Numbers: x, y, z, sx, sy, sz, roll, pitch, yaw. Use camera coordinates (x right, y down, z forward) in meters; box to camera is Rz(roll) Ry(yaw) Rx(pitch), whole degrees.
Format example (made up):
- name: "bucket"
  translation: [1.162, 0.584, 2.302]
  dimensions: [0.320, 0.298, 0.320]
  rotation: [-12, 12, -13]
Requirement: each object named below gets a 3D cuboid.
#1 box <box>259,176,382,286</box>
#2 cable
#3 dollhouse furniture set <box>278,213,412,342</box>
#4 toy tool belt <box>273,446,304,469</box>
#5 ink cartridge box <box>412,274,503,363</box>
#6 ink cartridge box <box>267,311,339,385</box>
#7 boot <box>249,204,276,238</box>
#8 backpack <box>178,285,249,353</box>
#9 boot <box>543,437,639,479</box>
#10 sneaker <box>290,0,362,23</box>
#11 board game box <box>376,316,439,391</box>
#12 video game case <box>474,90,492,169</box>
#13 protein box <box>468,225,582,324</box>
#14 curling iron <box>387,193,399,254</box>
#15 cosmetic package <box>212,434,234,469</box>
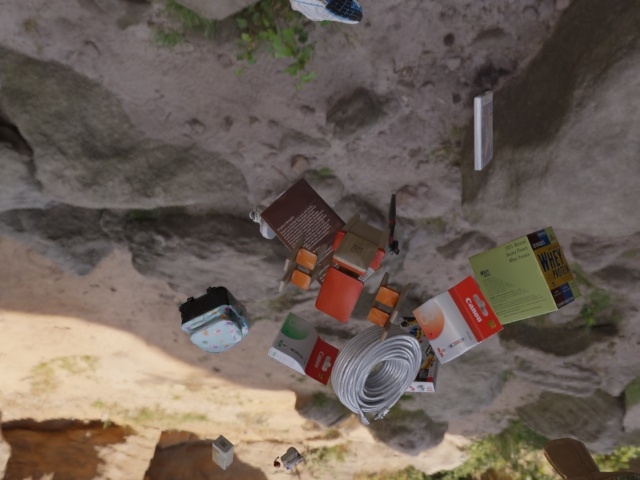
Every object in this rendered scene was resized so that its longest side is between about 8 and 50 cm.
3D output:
- name: "box"
  translation: [0.000, 0.000, 1.842]
  dimensions: [0.191, 0.381, 0.143]
  rotation: [-41, 157, 0]
- name: "cable"
  translation: [0.151, 0.338, 1.512]
  dimensions: [0.257, 0.089, 0.257]
  rotation: [-41, 131, -6]
- name: "dollhouse furniture set"
  translation: [0.050, 0.082, 1.189]
  dimensions: [0.262, 0.135, 0.259]
  rotation: [25, 137, 8]
- name: "toy tool belt"
  translation: [-0.093, 0.657, 1.700]
  dimensions: [0.083, 0.052, 0.051]
  rotation: [-37, 115, -5]
- name: "ink cartridge box"
  translation: [0.315, 0.187, 1.335]
  dimensions: [0.045, 0.145, 0.179]
  rotation: [-10, 155, -41]
- name: "ink cartridge box"
  translation: [-0.046, 0.367, 1.957]
  dimensions: [0.224, 0.181, 0.056]
  rotation: [27, 128, 0]
- name: "boot"
  translation: [-0.218, -0.076, 2.196]
  dimensions: [0.123, 0.095, 0.258]
  rotation: [13, -166, 9]
- name: "backpack"
  translation: [-0.294, 0.239, 1.654]
  dimensions: [0.166, 0.144, 0.188]
  rotation: [-29, 145, 7]
- name: "boot"
  translation: [0.833, 0.688, 1.745]
  dimensions: [0.236, 0.089, 0.269]
  rotation: [-6, -172, 7]
- name: "sneaker"
  translation: [0.011, -0.533, 1.311]
  dimensions: [0.190, 0.071, 0.083]
  rotation: [27, 162, 13]
- name: "board game box"
  translation: [0.307, 0.377, 1.935]
  dimensions: [0.193, 0.305, 0.053]
  rotation: [-4, 124, 22]
- name: "video game case"
  translation: [0.472, -0.320, 1.652]
  dimensions: [0.023, 0.183, 0.201]
  rotation: [4, 110, 26]
- name: "protein box"
  translation: [0.545, 0.097, 1.538]
  dimensions: [0.136, 0.201, 0.200]
  rotation: [-14, 170, -39]
- name: "curling iron"
  translation: [0.265, -0.060, 2.119]
  dimensions: [0.035, 0.274, 0.068]
  rotation: [-9, 146, 18]
- name: "cosmetic package"
  translation: [-0.316, 0.687, 1.856]
  dimensions: [0.060, 0.041, 0.115]
  rotation: [30, 136, 22]
